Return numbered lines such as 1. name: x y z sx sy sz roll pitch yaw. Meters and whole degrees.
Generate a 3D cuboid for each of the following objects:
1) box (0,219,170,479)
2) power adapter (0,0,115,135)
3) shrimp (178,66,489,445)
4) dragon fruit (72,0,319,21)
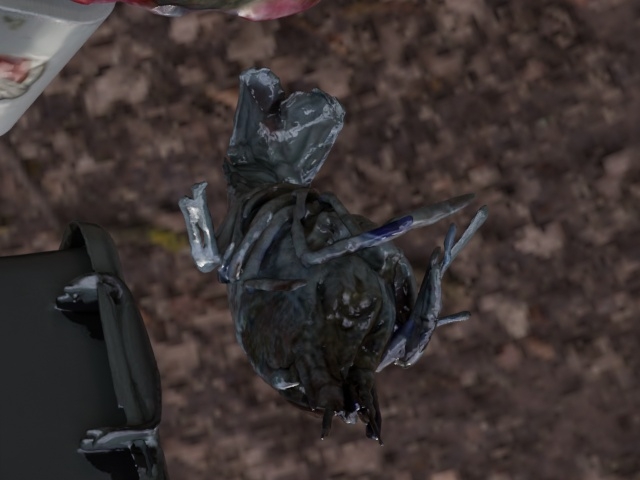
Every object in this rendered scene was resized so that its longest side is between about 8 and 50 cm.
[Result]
1. box: -0.159 0.111 0.790 0.135 0.163 0.243 -2 147 -22
2. power adapter: -0.215 -0.127 1.056 0.130 0.125 0.205 8 150 -31
3. shrimp: -0.001 0.005 1.239 0.221 0.410 0.166 22 98 -19
4. dragon fruit: -0.044 -0.155 0.476 0.211 0.282 0.147 -49 166 -32
